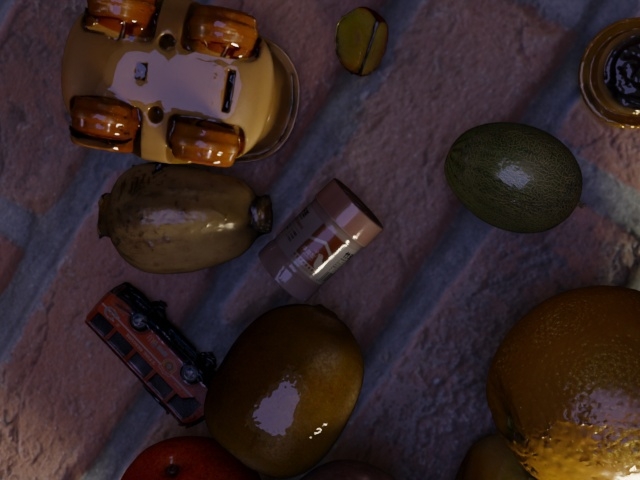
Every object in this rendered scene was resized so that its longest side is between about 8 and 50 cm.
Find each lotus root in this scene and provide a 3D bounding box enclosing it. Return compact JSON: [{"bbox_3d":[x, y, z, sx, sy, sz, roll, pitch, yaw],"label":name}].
[{"bbox_3d":[-0.195,-0.034,1.018,0.257,0.140,0.154,-3,103,4],"label":"lotus root"}]

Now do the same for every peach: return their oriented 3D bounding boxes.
[{"bbox_3d":[0.060,-0.266,1.005,0.077,0.050,0.083,-19,84,31],"label":"peach"}]

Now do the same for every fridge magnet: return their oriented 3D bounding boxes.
[{"bbox_3d":[0.409,-0.217,0.965,0.143,0.063,0.143,0,98,3],"label":"fridge magnet"}]

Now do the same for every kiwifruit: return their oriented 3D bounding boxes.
[{"bbox_3d":[-0.044,0.194,0.998,0.196,0.196,0.234,27,81,3],"label":"kiwifruit"}]

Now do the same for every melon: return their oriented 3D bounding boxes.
[{"bbox_3d":[0.256,-0.080,0.961,0.192,0.139,0.139,23,99,0],"label":"melon"}]

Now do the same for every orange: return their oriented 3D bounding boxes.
[{"bbox_3d":[0.346,0.189,0.917,0.274,0.274,0.274,1,97,6],"label":"orange"}]

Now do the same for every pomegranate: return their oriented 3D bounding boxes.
[{"bbox_3d":[-0.176,0.396,1.036,0.221,0.221,0.256,9,122,5],"label":"pomegranate"}]

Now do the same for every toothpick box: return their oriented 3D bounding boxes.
[{"bbox_3d":[0.000,0.000,1.019,0.149,0.098,0.098,-44,90,10],"label":"toothpick box"}]

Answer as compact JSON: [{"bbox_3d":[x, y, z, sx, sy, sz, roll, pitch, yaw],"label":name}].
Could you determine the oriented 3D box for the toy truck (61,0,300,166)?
[{"bbox_3d":[-0.176,-0.201,0.961,0.288,0.211,0.204,10,97,2],"label":"toy truck"}]

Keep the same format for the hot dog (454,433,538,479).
[{"bbox_3d":[0.223,0.475,0.987,0.185,0.223,0.405,21,98,6],"label":"hot dog"}]

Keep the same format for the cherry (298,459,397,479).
[{"bbox_3d":[0.022,0.427,0.959,0.221,0.307,0.261,24,57,15],"label":"cherry"}]

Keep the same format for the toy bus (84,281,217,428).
[{"bbox_3d":[-0.233,0.166,1.083,0.096,0.073,0.235,-42,90,18],"label":"toy bus"}]
